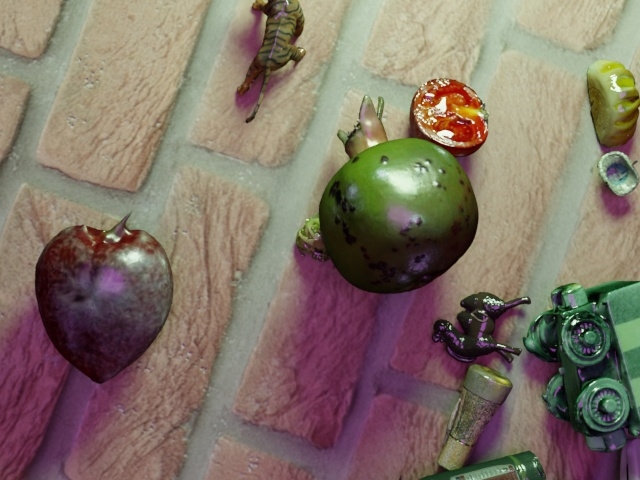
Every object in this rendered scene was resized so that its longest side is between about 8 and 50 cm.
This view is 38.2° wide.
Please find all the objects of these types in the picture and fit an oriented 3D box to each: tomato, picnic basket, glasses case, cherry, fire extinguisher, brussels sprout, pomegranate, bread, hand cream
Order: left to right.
[{"bbox_3d":[-0.368,0.096,1.575,0.231,0.203,0.300,5,98,-9],"label":"cherry"},{"bbox_3d":[0.000,0.000,1.662,0.085,0.058,0.085,-3,105,-10],"label":"brussels sprout"},{"bbox_3d":[0.106,-0.068,1.542,0.291,0.291,0.323,-35,95,-2],"label":"pomegranate"},{"bbox_3d":[0.225,-0.206,1.653,0.139,0.091,0.159,-3,63,-11],"label":"tomato"},{"bbox_3d":[0.247,0.445,1.613,0.295,0.093,0.118,-10,82,-17],"label":"fire extinguisher"},{"bbox_3d":[0.269,0.326,1.665,0.084,0.084,0.203,23,97,-2],"label":"hand cream"},{"bbox_3d":[0.532,-0.254,1.662,0.083,0.094,0.157,-13,82,2],"label":"bread"},{"bbox_3d":[0.536,-0.119,1.665,0.065,0.083,0.083,-32,88,4],"label":"picnic basket"},{"bbox_3d":[0.572,0.451,1.652,0.074,0.049,0.193,19,64,-32],"label":"glasses case"}]

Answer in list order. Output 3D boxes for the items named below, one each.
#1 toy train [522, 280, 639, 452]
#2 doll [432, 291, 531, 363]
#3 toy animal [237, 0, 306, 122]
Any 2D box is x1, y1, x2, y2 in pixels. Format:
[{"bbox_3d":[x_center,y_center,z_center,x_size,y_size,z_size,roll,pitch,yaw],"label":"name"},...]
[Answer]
[{"bbox_3d":[0.508,0.211,1.633,0.238,0.167,0.298,-15,92,-12],"label":"toy train"},{"bbox_3d":[0.288,0.156,1.671,0.165,0.057,0.138,9,93,3],"label":"doll"},{"bbox_3d":[-0.086,-0.329,1.628,0.114,0.116,0.255,9,90,0],"label":"toy animal"}]
